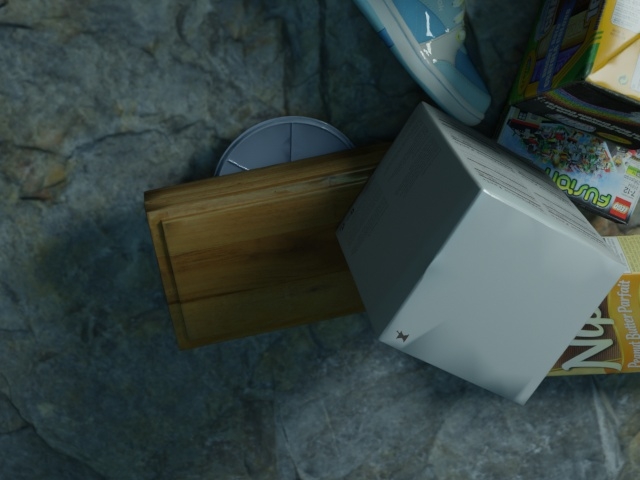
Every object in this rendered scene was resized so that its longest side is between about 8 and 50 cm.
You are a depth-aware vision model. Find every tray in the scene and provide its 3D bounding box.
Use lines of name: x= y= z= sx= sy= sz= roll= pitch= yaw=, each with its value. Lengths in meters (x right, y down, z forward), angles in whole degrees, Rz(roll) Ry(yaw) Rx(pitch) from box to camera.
tray: x=0.000 y=0.000 z=1.410 sx=0.410 sy=0.076 sz=0.203 roll=-12 pitch=118 yaw=-5

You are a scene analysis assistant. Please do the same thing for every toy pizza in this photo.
toy pizza: x=-0.040 y=-0.068 z=1.429 sx=0.201 sy=0.032 sz=0.201 roll=-4 pitch=116 yaw=-8

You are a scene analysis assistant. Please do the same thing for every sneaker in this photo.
sneaker: x=0.156 y=-0.303 z=1.309 sx=0.208 sy=0.127 sz=0.319 roll=-36 pitch=109 yaw=11

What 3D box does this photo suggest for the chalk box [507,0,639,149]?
chalk box: x=0.346 y=-0.218 z=1.279 sx=0.180 sy=0.289 sz=0.179 roll=19 pitch=88 yaw=-11

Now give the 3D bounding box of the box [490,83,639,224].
box: x=0.321 y=-0.110 z=1.421 sx=0.207 sy=0.036 sz=0.114 roll=22 pitch=91 yaw=-11

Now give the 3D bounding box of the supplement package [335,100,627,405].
supplement package: x=0.169 y=0.009 z=1.256 sx=0.198 sy=0.263 sz=0.199 roll=26 pitch=109 yaw=-21

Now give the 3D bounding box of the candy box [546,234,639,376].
candy box: x=0.379 y=0.087 z=1.463 sx=0.316 sy=0.088 sz=0.183 roll=-3 pitch=129 yaw=-3
